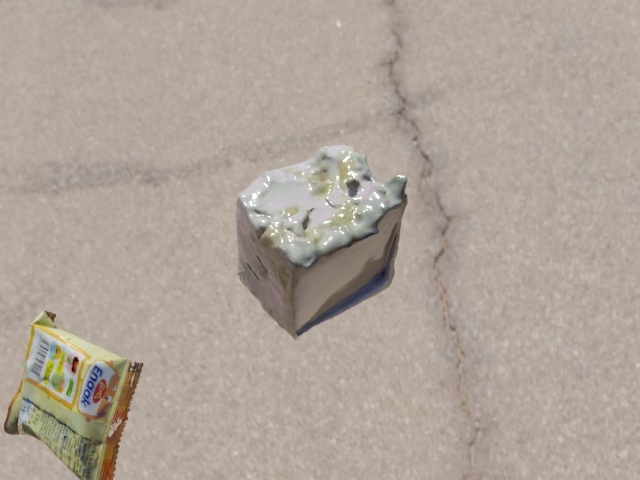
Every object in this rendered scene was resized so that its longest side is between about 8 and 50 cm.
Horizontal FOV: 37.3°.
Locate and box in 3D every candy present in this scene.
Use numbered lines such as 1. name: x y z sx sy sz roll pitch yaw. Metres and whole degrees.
1. candy: 0.000 0.000 1.149 0.185 0.195 0.137 -28 58 -22

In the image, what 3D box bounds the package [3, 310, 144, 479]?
1. package: -0.190 0.121 0.721 0.120 0.031 0.108 22 102 34
